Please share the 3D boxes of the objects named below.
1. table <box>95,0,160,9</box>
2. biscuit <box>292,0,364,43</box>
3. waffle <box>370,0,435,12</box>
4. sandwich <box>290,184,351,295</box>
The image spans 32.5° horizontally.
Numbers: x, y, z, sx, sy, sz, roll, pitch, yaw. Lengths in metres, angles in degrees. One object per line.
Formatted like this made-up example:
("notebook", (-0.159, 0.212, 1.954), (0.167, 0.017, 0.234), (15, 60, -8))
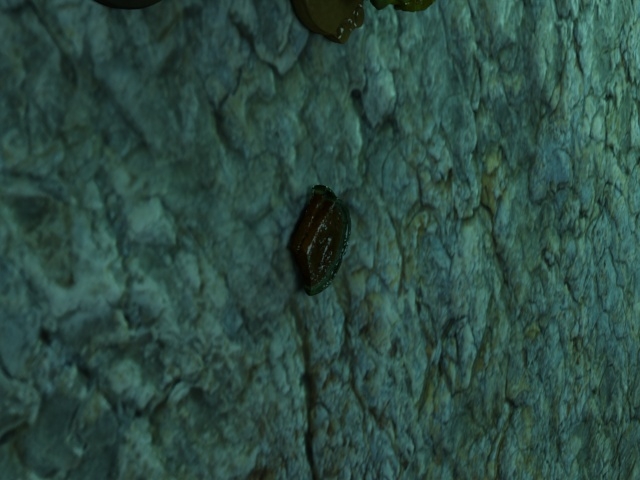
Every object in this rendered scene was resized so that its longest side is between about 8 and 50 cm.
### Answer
("table", (-0.053, -0.235, 0.737), (0.167, 0.227, 0.167), (-21, 116, -51))
("biscuit", (0.007, -0.274, 0.994), (0.133, 0.027, 0.184), (-7, 104, -56))
("waffle", (0.083, -0.333, 1.037), (0.243, 0.059, 0.237), (-39, 128, -61))
("sandwich", (0.001, 0.004, 1.059), (0.069, 0.026, 0.101), (39, 67, -54))
